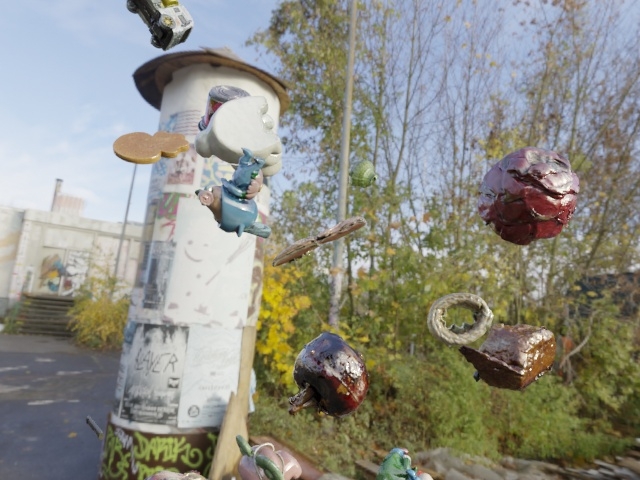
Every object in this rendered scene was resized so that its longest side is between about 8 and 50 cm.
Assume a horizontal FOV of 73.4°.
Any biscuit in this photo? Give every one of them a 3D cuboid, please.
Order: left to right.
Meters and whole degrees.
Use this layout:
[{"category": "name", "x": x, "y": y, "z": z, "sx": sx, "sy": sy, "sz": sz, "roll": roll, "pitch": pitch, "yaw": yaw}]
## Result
[{"category": "biscuit", "x": -0.678, "y": -0.377, "z": 1.728, "sx": 0.288, "sy": 0.202, "sz": 0.044, "roll": -19, "pitch": -38, "yaw": -33}]

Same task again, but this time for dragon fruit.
[{"category": "dragon fruit", "x": 0.686, "y": -0.149, "z": 1.428, "sx": 0.328, "sy": 0.330, "sz": 0.329, "roll": 5, "pitch": -9, "yaw": 1}]

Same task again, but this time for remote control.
[{"category": "remote control", "x": -0.681, "y": 0.564, "z": 1.292, "sx": 0.091, "sy": 0.034, "sz": 0.016, "roll": 22, "pitch": 29, "yaw": 34}]

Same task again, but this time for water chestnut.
[{"category": "water chestnut", "x": 0.016, "y": 0.556, "z": 1.665, "sx": 0.335, "sy": 0.347, "sz": 0.335, "roll": 31, "pitch": -33, "yaw": 23}]

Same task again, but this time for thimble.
[{"category": "thimble", "x": 0.529, "y": 0.302, "z": 1.661, "sx": 0.229, "sy": 0.196, "sz": 0.148, "roll": -31, "pitch": -16, "yaw": 0}]

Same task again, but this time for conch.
[{"category": "conch", "x": 0.114, "y": -0.175, "z": 1.174, "sx": 0.074, "sy": 0.089, "sz": 0.121, "roll": 32, "pitch": 11, "yaw": -33}]

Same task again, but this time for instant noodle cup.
[{"category": "instant noodle cup", "x": -0.393, "y": -0.556, "z": 1.858, "sx": 0.302, "sy": 0.182, "sz": 0.258, "roll": 28, "pitch": 37, "yaw": 16}]

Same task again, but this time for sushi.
[{"category": "sushi", "x": 0.473, "y": 0.288, "z": 1.075, "sx": 0.296, "sy": 0.167, "sz": 0.179, "roll": -18, "pitch": 13, "yaw": -37}]

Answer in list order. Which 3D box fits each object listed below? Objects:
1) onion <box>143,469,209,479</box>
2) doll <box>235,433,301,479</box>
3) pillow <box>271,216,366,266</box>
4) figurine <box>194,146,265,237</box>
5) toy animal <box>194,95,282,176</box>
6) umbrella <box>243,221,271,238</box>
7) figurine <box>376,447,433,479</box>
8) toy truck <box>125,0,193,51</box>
[{"category": "onion", "x": -0.309, "y": 0.643, "z": 0.982, "sx": 0.271, "sy": 0.195, "sz": 0.272, "roll": 16, "pitch": -28, "yaw": 9}, {"category": "doll", "x": -0.216, "y": 0.892, "z": 1.713, "sx": 0.284, "sy": 0.269, "sz": 0.216, "roll": 13, "pitch": 41, "yaw": 42}, {"category": "pillow", "x": 0.000, "y": 0.000, "z": 0.983, "sx": 0.232, "sy": 0.043, "sz": 0.126, "roll": -25, "pitch": 1, "yaw": 12}, {"category": "figurine", "x": -0.186, "y": -0.103, "z": 0.883, "sx": 0.144, "sy": 0.178, "sz": 0.114, "roll": 13, "pitch": 23, "yaw": -33}, {"category": "toy animal", "x": -0.243, "y": -0.279, "z": 1.333, "sx": 0.240, "sy": 0.196, "sz": 0.367, "roll": -14, "pitch": -8, "yaw": -3}, {"category": "umbrella", "x": -0.269, "y": -0.056, "z": 1.583, "sx": 0.053, "sy": 0.052, "sz": 0.250, "roll": -33, "pitch": -28, "yaw": 20}, {"category": "figurine", "x": 0.299, "y": 0.752, "z": 1.321, "sx": 0.234, "sy": 0.128, "sz": 0.185, "roll": 15, "pitch": 2, "yaw": 25}, {"category": "toy truck", "x": -0.420, "y": -0.612, "z": 1.096, "sx": 0.098, "sy": 0.227, "sz": 0.114, "roll": -23, "pitch": 14, "yaw": 50}]
